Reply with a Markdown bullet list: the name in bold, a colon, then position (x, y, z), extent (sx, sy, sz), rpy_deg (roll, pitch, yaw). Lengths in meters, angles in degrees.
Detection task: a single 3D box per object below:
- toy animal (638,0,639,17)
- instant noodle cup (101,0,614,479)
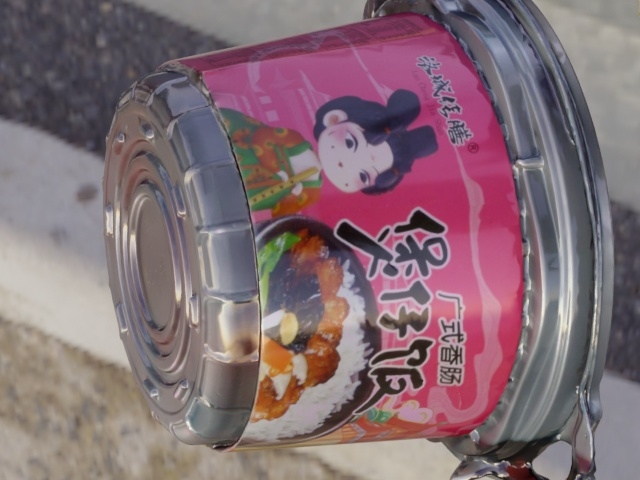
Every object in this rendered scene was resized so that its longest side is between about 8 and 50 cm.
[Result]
- **toy animal**: position (0.217, -0.130, 0.810), extent (0.156, 0.230, 0.156), rpy_deg (2, 57, -3)
- **instant noodle cup**: position (0.000, 0.000, 0.908), extent (0.181, 0.258, 0.302), rpy_deg (-8, 52, -21)
